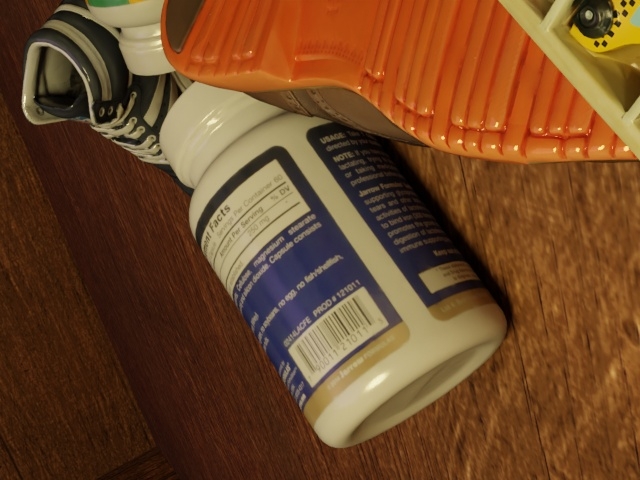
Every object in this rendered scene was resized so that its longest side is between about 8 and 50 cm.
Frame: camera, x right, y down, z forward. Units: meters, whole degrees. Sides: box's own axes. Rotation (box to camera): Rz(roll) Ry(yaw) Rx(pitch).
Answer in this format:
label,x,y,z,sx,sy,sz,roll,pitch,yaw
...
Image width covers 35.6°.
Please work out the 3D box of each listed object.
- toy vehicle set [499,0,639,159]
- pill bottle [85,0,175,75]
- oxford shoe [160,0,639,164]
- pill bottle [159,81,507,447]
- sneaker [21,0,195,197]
label,x,y,z,sx,sy,sz,roll,pitch,yaw
toy vehicle set,0.138,-0.142,0.261,0.166,0.035,0.267,54,144,22
pill bottle,-0.152,-0.250,0.827,0.117,0.118,0.208,35,147,53
oxford shoe,0.073,-0.102,0.499,0.364,0.133,0.130,22,93,46
pill bottle,0.000,0.000,0.715,0.264,0.153,0.153,56,160,19
sneaker,-0.184,-0.114,0.966,0.099,0.153,0.282,1,132,31
